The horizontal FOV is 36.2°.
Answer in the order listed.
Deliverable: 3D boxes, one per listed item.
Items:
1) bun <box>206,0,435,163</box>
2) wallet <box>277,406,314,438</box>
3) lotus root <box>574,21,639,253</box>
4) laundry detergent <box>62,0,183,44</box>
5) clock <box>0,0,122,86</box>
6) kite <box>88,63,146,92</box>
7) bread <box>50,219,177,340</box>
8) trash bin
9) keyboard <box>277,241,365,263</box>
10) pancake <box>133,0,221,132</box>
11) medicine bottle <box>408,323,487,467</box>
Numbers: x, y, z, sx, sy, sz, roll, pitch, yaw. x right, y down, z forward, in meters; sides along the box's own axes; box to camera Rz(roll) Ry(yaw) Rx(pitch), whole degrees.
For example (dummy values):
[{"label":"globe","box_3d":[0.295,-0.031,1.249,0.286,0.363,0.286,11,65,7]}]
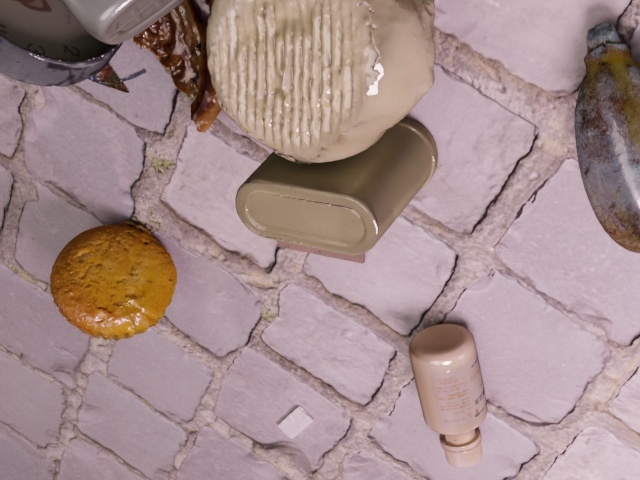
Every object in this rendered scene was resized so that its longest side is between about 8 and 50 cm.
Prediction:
[{"label":"bun","box_3d":[0.011,-0.283,1.383,0.359,0.211,0.360,15,115,35]},{"label":"wallet","box_3d":[-0.049,0.362,1.946,0.044,0.011,0.083,42,130,0]},{"label":"lotus root","box_3d":[0.417,-0.130,1.308,0.158,0.140,0.322,-13,110,34]},{"label":"laundry detergent","box_3d":[-0.339,-0.514,1.452,0.264,0.125,0.398,-38,82,-1]},{"label":"clock","box_3d":[-0.437,-0.389,1.484,0.067,0.325,0.325,-31,102,42]},{"label":"kite","box_3d":[-0.395,-0.329,1.703,0.160,0.010,0.183,-22,106,36]},{"label":"bread","box_3d":[-0.386,0.084,1.819,0.240,0.240,0.139,31,141,8]},{"label":"trash bin","box_3d":[0.028,-0.091,1.473,0.243,0.247,0.121,10,125,21]},{"label":"keyboard","box_3d":[0.000,0.000,1.692,0.165,0.017,0.055,11,128,22]},{"label":"pancake","box_3d":[-0.204,-0.327,1.572,0.212,0.056,0.257,-33,100,38]},{"label":"medicine bottle","box_3d":[0.226,0.273,1.675,0.114,0.114,0.252,0,118,28]}]
